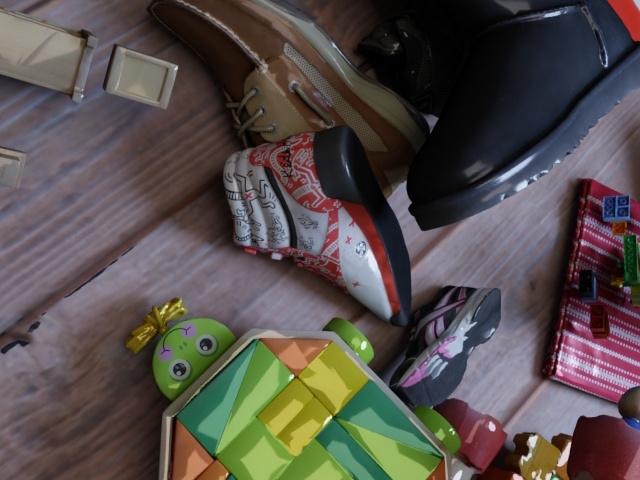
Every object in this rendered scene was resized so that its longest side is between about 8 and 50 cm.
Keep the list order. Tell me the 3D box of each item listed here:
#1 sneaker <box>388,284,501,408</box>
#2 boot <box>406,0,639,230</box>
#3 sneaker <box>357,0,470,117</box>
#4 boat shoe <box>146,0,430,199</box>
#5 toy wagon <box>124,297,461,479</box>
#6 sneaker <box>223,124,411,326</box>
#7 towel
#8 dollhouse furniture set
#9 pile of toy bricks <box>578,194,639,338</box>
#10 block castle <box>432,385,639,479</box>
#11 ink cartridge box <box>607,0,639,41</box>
[{"bbox_3d":[0.126,0.113,0.849,0.178,0.077,0.072,-38,126,-35],"label":"sneaker"},{"bbox_3d":[0.108,-0.278,0.748,0.367,0.146,0.445,-38,101,-35],"label":"boot"},{"bbox_3d":[0.117,-0.262,0.881,0.130,0.087,0.228,10,85,-32],"label":"sneaker"},{"bbox_3d":[-0.031,-0.143,0.777,0.324,0.122,0.120,32,77,-20],"label":"boat shoe"},{"bbox_3d":[-0.043,0.189,0.692,0.344,0.068,0.267,46,69,3],"label":"toy wagon"},{"bbox_3d":[0.000,-0.001,0.795,0.270,0.144,0.090,62,27,-44],"label":"sneaker"},{"bbox_3d":[0.393,0.073,1.012,0.198,0.031,0.275,22,75,-23],"label":"towel"},{"bbox_3d":[-0.247,-0.116,0.700,0.181,0.101,0.161,14,103,-25],"label":"dollhouse furniture set"},{"bbox_3d":[0.391,0.046,0.953,0.105,0.118,0.212,47,48,-50],"label":"pile of toy bricks"},{"bbox_3d":[0.325,0.329,0.797,0.453,0.303,0.213,39,68,-18],"label":"block castle"},{"bbox_3d":[0.418,-0.418,1.049,0.385,0.091,0.308,-43,103,-25],"label":"ink cartridge box"}]
